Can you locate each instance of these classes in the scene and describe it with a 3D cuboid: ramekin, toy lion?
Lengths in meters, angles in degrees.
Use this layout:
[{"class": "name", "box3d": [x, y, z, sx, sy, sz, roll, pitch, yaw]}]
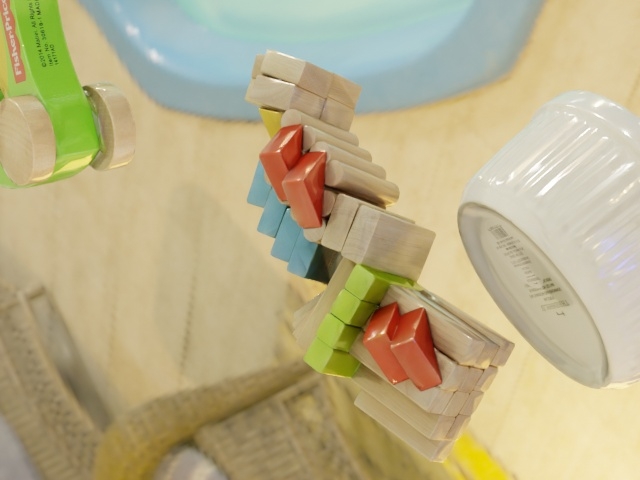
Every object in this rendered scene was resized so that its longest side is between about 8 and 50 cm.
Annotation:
[{"class": "ramekin", "box3d": [0.189, 0.009, 1.066, 0.207, 0.109, 0.207, 50, 167, 16]}, {"class": "toy lion", "box3d": [-0.095, -0.063, 0.425, 0.096, 0.034, 0.100, -6, 97, 56]}]

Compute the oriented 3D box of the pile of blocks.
[{"class": "pile of blocks", "box3d": [0.000, 0.000, 1.148, 0.149, 0.113, 0.362, -40, 60, 21]}]
